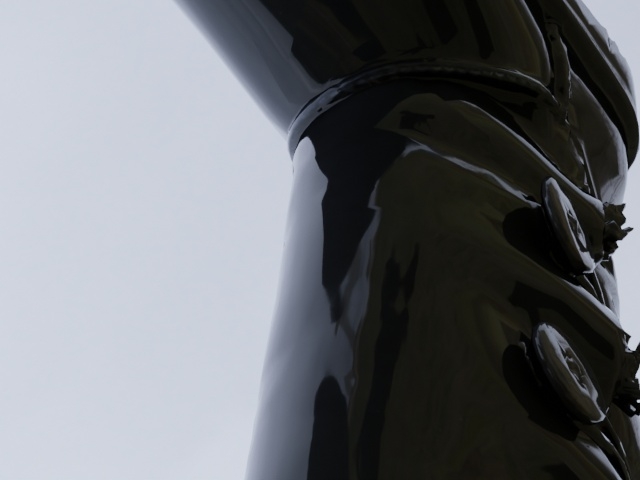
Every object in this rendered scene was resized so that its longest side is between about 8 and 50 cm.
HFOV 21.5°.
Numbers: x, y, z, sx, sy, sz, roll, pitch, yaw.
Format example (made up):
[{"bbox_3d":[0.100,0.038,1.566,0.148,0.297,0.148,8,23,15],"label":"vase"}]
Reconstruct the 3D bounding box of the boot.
[{"bbox_3d":[0.002,0.001,0.616,0.367,0.146,0.445,37,-142,-25],"label":"boot"}]
